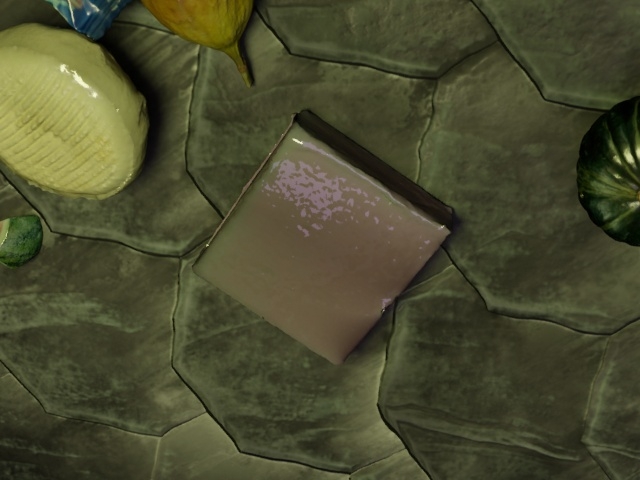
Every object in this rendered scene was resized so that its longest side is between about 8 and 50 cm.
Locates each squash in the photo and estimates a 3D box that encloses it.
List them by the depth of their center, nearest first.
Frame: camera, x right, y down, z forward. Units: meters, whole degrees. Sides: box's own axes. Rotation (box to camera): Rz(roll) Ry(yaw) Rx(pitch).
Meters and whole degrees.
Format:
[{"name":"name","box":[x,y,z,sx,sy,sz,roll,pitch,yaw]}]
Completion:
[{"name":"squash","box":[0.452,-0.095,1.293,0.218,0.172,0.218,4,121,6]}]

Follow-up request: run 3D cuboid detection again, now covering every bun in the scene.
[{"name":"bun","box":[-0.356,-0.189,1.342,0.287,0.146,0.287,15,142,13]}]

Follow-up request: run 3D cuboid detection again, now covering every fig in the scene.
[{"name":"fig","box":[-0.147,-0.309,1.297,0.159,0.159,0.257,-17,132,14]}]

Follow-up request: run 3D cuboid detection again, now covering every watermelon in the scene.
[{"name":"watermelon","box":[-0.484,-0.009,1.500,0.072,0.084,0.092,34,76,13]}]

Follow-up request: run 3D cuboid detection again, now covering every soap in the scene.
[{"name":"soap","box":[0.000,0.000,1.422,0.285,0.107,0.296,35,112,-10]}]

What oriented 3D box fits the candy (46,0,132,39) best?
[{"name":"candy","box":[-0.387,-0.414,1.255,0.331,0.187,0.077,34,150,-12]}]
